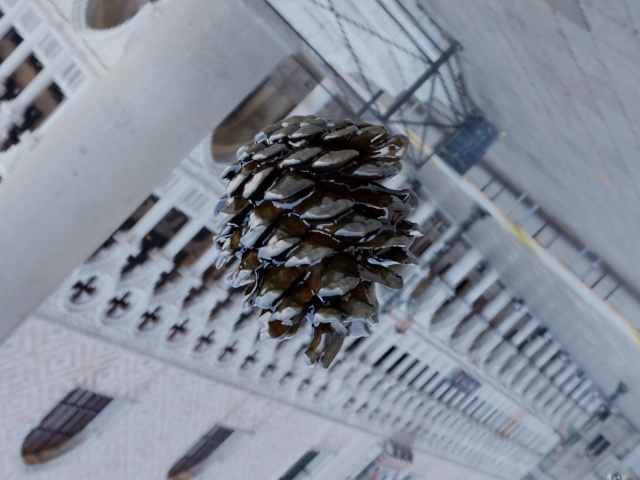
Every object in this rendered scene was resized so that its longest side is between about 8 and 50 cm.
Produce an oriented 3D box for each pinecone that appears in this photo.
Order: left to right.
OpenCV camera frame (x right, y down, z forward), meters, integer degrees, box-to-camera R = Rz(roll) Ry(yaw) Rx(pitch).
[{"bbox_3d":[0.001,-0.005,0.756,0.179,0.184,0.204,-2,-127,-22],"label":"pinecone"}]

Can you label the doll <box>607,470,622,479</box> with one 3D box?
[{"bbox_3d":[0.215,0.196,0.555,0.114,0.057,0.039,59,175,14],"label":"doll"}]
